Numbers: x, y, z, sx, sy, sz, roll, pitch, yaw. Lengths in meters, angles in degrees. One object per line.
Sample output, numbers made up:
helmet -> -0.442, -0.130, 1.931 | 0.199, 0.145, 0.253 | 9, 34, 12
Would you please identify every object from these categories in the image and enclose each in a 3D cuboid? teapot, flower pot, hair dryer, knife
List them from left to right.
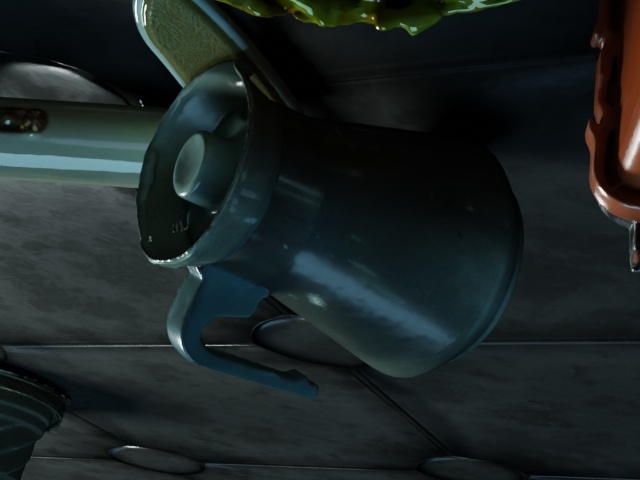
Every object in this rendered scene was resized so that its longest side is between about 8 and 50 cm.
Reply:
flower pot -> -0.450, 0.245, 1.720 | 0.235, 0.141, 0.235 | 8, 159, 3
hair dryer -> -0.240, -0.075, 0.941 | 0.361, 0.128, 0.203 | 3, 156, -6
knife -> -0.044, -0.089, 0.926 | 0.061, 0.027, 0.343 | -15, 149, 17
teapot -> 0.000, 0.000, 0.885 | 0.225, 0.203, 0.171 | 21, -179, -30

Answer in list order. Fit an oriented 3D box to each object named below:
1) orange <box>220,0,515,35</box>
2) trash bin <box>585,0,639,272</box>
orange -> 0.016, -0.213, 0.400 | 0.262, 0.196, 0.334 | -7, 160, 1
trash bin -> 0.215, -0.103, 0.614 | 0.161, 0.185, 0.239 | 6, 151, 6
